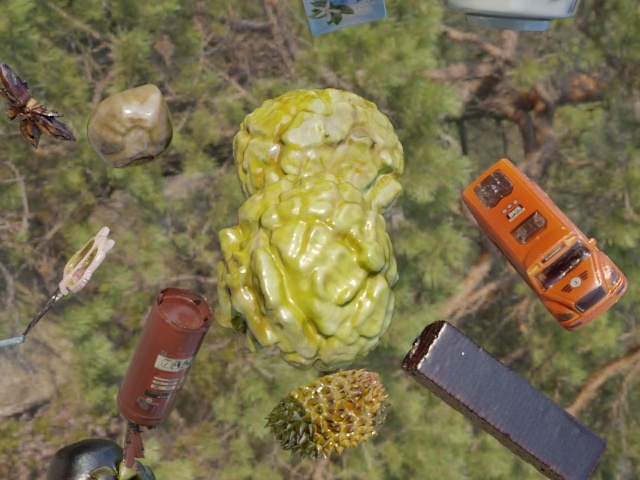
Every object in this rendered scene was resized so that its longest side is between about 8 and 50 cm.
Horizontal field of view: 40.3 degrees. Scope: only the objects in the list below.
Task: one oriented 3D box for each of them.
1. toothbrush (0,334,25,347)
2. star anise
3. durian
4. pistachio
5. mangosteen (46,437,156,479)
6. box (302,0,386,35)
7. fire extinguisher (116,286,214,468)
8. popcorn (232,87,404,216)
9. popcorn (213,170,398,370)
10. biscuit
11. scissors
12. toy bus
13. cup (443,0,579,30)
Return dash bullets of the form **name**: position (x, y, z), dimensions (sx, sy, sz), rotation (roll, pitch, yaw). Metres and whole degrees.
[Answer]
- **toothbrush**: position (-0.636, 0.201, 1.578), dimensions (0.016, 0.219, 0.019), rotation (69, 10, -48)
- **star anise**: position (-0.594, -0.254, 1.768), dimensions (0.212, 0.157, 0.054), rotation (39, 49, -16)
- **durian**: position (0.014, 0.352, 1.825), dimensions (0.186, 0.260, 0.154), rotation (55, -4, -37)
- **pistachio**: position (-0.271, -0.159, 1.223), dimensions (0.108, 0.185, 0.126), rotation (20, 78, -30)
- **mangosteen**: position (-0.492, 0.545, 1.943), dimensions (0.243, 0.242, 0.243), rotation (-6, 90, -71)
- **box**: position (0.028, -0.469, 1.513), dimensions (0.232, 0.142, 0.083), rotation (68, 9, -66)
- **fire extinguisher**: position (-0.287, 0.252, 1.522), dimensions (0.147, 0.106, 0.337), rotation (-105, -145, -54)
- **popcorn**: position (0.001, -0.118, 1.400), dimensions (0.247, 0.281, 0.282), rotation (-150, -128, -82)
- **popcorn**: position (-0.023, 0.046, 1.032), dimensions (0.212, 0.259, 0.259), rotation (-17, 103, -36)
- **biscuit**: position (0.321, 0.289, 1.530), dimensions (0.107, 0.388, 0.073), rotation (-55, -174, -16)
- **scissors**: position (-0.552, 0.105, 1.862), dimensions (0.024, 0.317, 0.160), rotation (40, 2, -29)
- **toy bus**: position (0.391, 0.002, 1.557), dimensions (0.153, 0.143, 0.329), rotation (41, 13, -43)
- **cup**: position (0.389, -0.516, 1.777), dimensions (0.347, 0.347, 0.163), rotation (-45, 140, -67)
